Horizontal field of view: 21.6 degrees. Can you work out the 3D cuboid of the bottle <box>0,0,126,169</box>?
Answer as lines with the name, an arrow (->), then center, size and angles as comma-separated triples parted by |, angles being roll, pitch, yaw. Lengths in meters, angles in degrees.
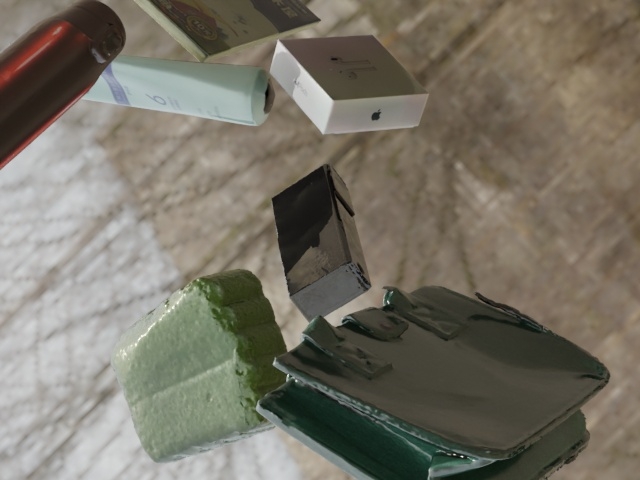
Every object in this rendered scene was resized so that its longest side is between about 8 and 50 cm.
bottle -> -0.183, -0.092, 1.036 | 0.060, 0.164, 0.060 | 24, 140, 22

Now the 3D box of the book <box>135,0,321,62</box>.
book -> -0.150, -0.334, 2.187 | 0.228, 0.018, 0.322 | 43, -151, 8

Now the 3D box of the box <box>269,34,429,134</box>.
box -> 0.031, -0.177, 1.897 | 0.129, 0.051, 0.130 | -7, -140, -32

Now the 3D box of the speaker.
speaker -> 0.000, 0.000, 1.804 | 0.044, 0.082, 0.218 | 53, -168, -28

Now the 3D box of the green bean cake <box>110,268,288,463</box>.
green bean cake -> -0.162, 0.176, 2.291 | 0.125, 0.248, 0.222 | -11, -103, -55

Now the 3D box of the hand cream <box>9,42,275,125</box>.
hand cream -> -0.206, -0.189, 1.990 | 0.321, 0.067, 0.109 | 10, 156, 18

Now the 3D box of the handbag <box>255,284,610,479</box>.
handbag -> 0.115, 0.138, 1.553 | 0.238, 0.089, 0.326 | 28, -156, 22
